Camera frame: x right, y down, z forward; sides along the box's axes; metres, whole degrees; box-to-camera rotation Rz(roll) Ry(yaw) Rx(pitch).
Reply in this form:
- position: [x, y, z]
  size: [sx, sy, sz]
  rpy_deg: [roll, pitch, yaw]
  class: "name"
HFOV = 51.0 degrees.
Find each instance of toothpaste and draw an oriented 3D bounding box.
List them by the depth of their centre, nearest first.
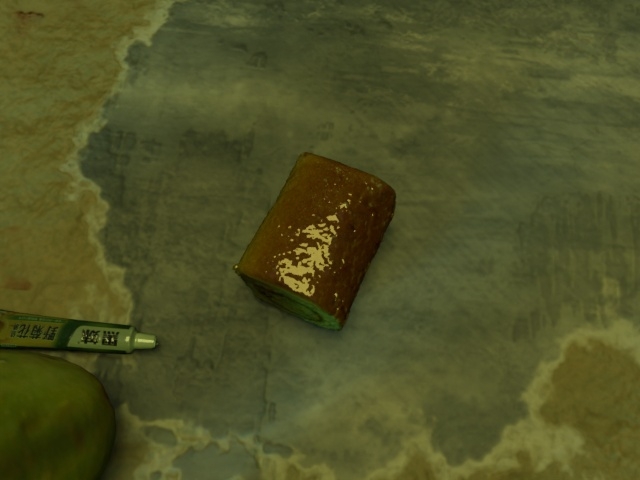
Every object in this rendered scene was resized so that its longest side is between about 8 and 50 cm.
- position: [-0.281, 0.104, 0.741]
  size: [0.204, 0.031, 0.049]
  rpy_deg: [5, 66, 2]
  class: "toothpaste"

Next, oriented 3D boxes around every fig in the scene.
- position: [-0.343, 0.205, 0.582]
  size: [0.326, 0.258, 0.258]
  rpy_deg: [-22, 69, -25]
  class: "fig"

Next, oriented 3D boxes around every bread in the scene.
- position: [0.000, 0.000, 0.760]
  size: [0.132, 0.103, 0.172]
  rpy_deg: [23, 68, 11]
  class: "bread"
